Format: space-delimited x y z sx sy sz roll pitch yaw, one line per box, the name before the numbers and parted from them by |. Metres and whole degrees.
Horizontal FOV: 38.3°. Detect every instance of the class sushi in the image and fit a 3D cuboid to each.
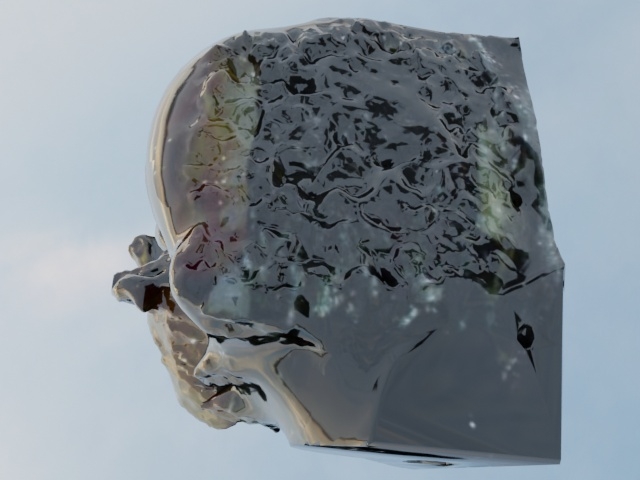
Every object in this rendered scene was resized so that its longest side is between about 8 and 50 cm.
sushi | 0.000 -0.001 0.496 0.212 0.215 0.227 8 -106 -11

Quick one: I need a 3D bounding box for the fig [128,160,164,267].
fig | -0.084 -0.033 0.756 0.170 0.274 0.145 45 -68 -6
